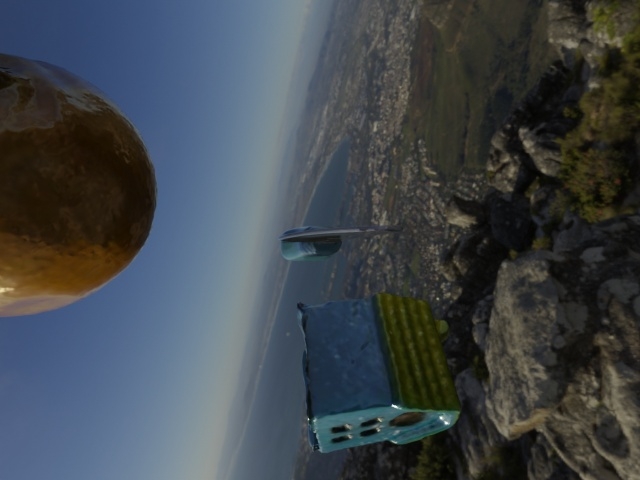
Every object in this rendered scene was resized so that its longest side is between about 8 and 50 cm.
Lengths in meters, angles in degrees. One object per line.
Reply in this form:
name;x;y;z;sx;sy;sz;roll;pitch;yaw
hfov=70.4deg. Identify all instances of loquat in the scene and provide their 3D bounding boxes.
loquat;-0.368;-0.067;0.552;0.328;0.329;0.328;-168;90;-83

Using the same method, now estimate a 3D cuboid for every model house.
model house;0.105;0.235;0.846;0.215;0.303;0.237;79;-178;-48

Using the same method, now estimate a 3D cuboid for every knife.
knife;-0.002;0.000;0.332;0.244;0.058;0.032;161;113;-83
